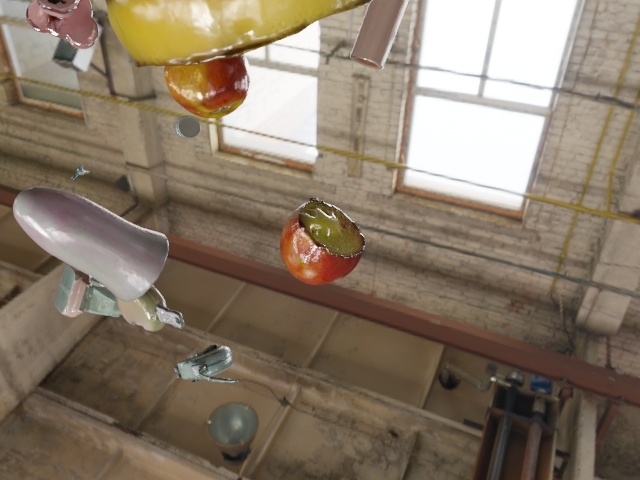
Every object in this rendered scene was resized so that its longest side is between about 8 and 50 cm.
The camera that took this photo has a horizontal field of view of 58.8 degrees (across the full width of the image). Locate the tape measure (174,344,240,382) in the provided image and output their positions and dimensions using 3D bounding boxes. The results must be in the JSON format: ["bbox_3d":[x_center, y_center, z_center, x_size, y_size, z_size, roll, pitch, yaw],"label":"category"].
[{"bbox_3d":[-0.297,0.353,1.645,0.164,0.084,0.330,-26,-175,-38],"label":"tape measure"}]

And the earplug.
[{"bbox_3d":[-0.486,-0.013,1.178,0.172,0.301,0.172,-24,-133,28],"label":"earplug"}]

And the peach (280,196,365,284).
[{"bbox_3d":[0.000,0.000,1.788,0.281,0.338,0.281,-1,-108,4],"label":"peach"}]

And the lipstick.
[{"bbox_3d":[0.134,-0.468,1.102,0.070,0.254,0.070,20,-172,-3],"label":"lipstick"}]

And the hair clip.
[{"bbox_3d":[-0.441,-0.424,0.989,0.123,0.102,0.138,13,-111,-16],"label":"hair clip"}]

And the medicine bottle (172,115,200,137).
[{"bbox_3d":[-0.345,-0.291,1.459,0.058,0.058,0.091,-14,-165,-20],"label":"medicine bottle"}]

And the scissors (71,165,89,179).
[{"bbox_3d":[-0.801,-0.228,1.904,0.014,0.058,0.119,36,-177,-8],"label":"scissors"}]

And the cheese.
[{"bbox_3d":[-0.498,0.206,1.680,0.286,0.163,0.082,16,-145,37],"label":"cheese"}]

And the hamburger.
[{"bbox_3d":[-0.118,-0.411,0.708,0.395,0.277,0.396,-11,-149,7],"label":"hamburger"}]

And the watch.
[{"bbox_3d":[-0.743,0.184,1.908,0.241,0.162,0.253,19,179,-36],"label":"watch"}]

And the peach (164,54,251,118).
[{"bbox_3d":[-0.342,-0.508,1.713,0.281,0.238,0.281,6,-105,-23],"label":"peach"}]
